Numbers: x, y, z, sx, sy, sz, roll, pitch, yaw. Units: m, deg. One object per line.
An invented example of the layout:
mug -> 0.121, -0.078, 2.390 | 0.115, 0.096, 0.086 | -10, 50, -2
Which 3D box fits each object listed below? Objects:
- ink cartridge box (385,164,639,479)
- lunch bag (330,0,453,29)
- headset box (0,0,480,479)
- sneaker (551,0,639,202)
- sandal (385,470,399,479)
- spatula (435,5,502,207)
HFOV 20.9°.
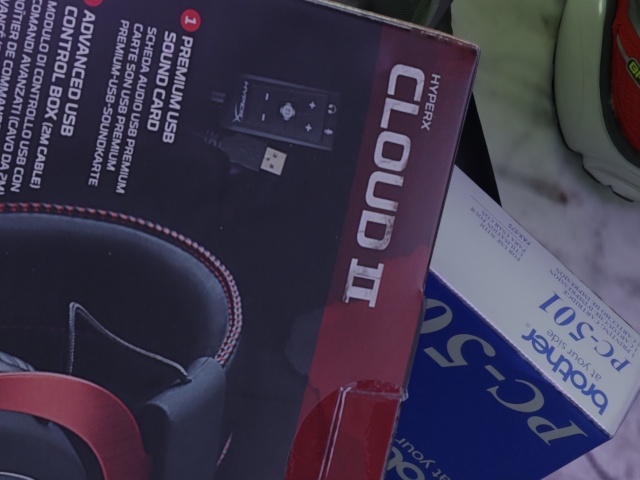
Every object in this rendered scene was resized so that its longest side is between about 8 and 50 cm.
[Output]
ink cartridge box -> 0.000, 0.000, 0.566 | 0.207, 0.097, 0.046 | 42, 49, -4
lunch bag -> -0.041, -0.221, 0.585 | 0.287, 0.169, 0.235 | 28, 56, -8
headset box -> -0.104, 0.029, 0.415 | 0.293, 0.110, 0.218 | 10, 94, -31
sneaker -> 0.172, -0.153, 0.768 | 0.107, 0.118, 0.279 | 11, 68, -36
sandal -> 0.068, 0.138, 0.630 | 0.219, 0.060, 0.090 | 45, 46, 1
spatula -> 0.052, -0.102, 0.713 | 0.084, 0.030, 0.296 | 8, 69, -39
